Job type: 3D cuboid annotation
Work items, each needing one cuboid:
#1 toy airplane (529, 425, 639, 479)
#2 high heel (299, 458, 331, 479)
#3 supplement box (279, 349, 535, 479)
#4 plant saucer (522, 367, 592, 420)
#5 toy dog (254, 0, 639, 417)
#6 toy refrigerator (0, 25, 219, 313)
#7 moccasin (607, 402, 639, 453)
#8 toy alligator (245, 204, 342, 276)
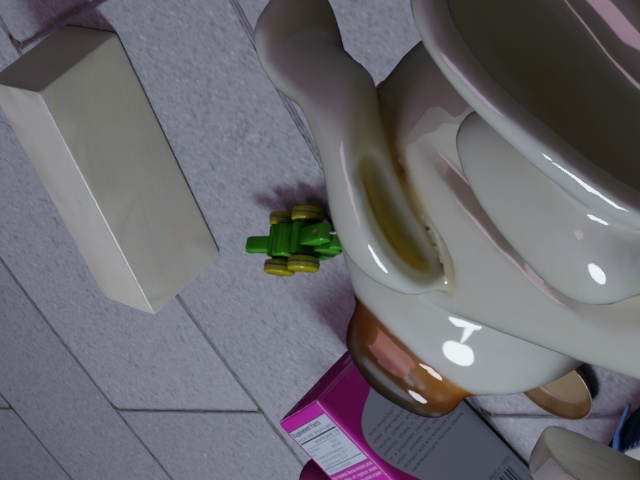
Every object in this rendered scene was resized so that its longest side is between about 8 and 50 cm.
[{"bbox_3d":[0.359,0.223,0.813,0.386,0.272,0.384,25,-179,-38],"label":"toy airplane"},{"bbox_3d":[0.147,0.337,1.369,0.377,0.127,0.181,37,166,-14],"label":"high heel"},{"bbox_3d":[0.086,0.203,1.302,0.220,0.111,0.114,47,152,-2],"label":"supplement box"},{"bbox_3d":[0.193,0.114,1.149,0.083,0.015,0.083,31,148,23],"label":"plant saucer"},{"bbox_3d":[0.152,-0.039,0.781,0.395,0.284,0.408,42,156,-8],"label":"toy dog"},{"bbox_3d":[-0.208,-0.067,1.350,0.094,0.102,0.269,15,140,43],"label":"toy refrigerator"},{"bbox_3d":[0.262,0.239,1.114,0.138,0.117,0.342,35,150,19],"label":"moccasin"},{"bbox_3d":[0.000,0.000,1.224,0.051,0.056,0.190,12,167,-33],"label":"toy alligator"}]
